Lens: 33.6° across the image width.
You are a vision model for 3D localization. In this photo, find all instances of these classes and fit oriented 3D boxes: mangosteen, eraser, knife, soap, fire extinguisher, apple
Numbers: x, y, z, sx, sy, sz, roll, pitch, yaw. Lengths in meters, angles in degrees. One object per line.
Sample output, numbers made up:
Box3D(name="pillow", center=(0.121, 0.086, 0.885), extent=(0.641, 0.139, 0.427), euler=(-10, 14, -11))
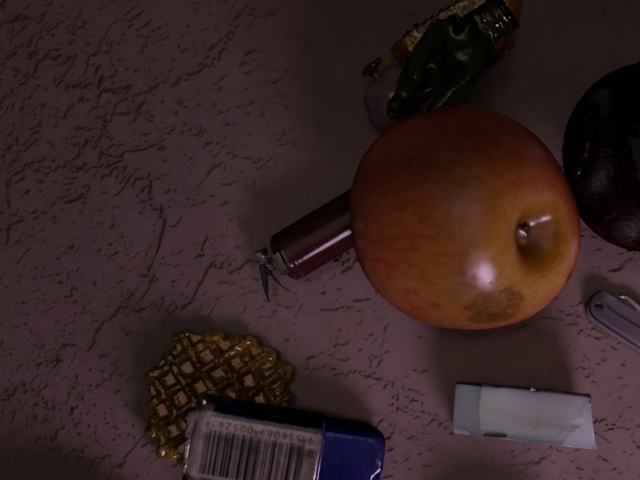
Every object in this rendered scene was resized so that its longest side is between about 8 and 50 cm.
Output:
Box3D(name="mangosteen", center=(0.541, -0.132, 1.685), extent=(0.330, 0.330, 0.330), euler=(-1, 82, 10))
Box3D(name="eraser", center=(-0.063, 0.357, 1.788), extent=(0.332, 0.101, 0.155), euler=(9, 94, -1))
Box3D(name="knife", center=(0.564, 0.168, 1.768), extent=(0.266, 0.040, 0.073), euler=(35, 78, 13))
Box3D(name="soap", center=(0.335, 0.283, 1.739), extent=(0.231, 0.145, 0.091), euler=(4, 83, 10))
Box3D(name="fire extinguisher", center=(0.000, 0.000, 1.863), extent=(0.269, 0.105, 0.104), euler=(-31, 78, 4))
Box3D(name="apple", center=(0.231, -0.030, 1.681), extent=(0.364, 0.364, 0.363), euler=(-1, 82, 10))

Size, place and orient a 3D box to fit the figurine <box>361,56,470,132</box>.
Box3D(name="figurine", center=(0.163, -0.234, 1.857), extent=(0.229, 0.137, 0.112), euler=(22, 44, 17))

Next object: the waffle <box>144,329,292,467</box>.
Box3D(name="waffle", center=(-0.183, 0.289, 1.877), extent=(0.291, 0.051, 0.291), euler=(-1, 83, 6))

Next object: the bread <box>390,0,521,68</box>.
Box3D(name="bread", center=(0.260, -0.358, 1.848), extent=(0.260, 0.129, 0.134), euler=(-34, 91, 11))

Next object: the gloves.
Box3D(name="gloves", center=(0.210, -0.297, 1.750), extent=(0.268, 0.107, 0.135), euler=(-41, 103, -1))
